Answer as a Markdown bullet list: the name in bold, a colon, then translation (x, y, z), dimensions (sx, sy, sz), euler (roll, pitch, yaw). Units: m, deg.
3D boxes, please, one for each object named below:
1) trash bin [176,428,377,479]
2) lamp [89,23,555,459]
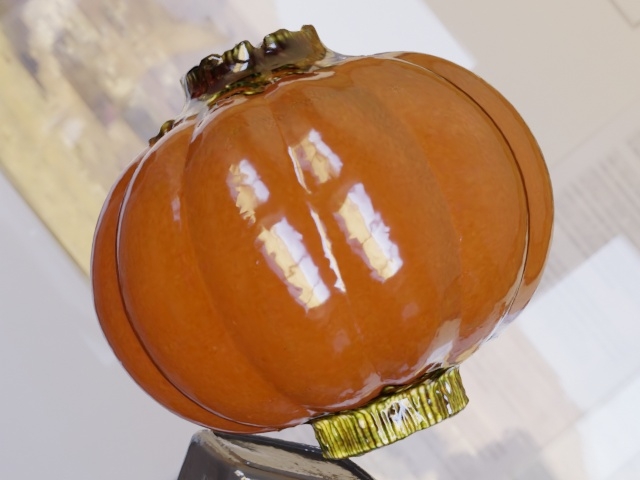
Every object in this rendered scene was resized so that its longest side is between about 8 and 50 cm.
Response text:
- **trash bin**: translation (-0.063, 0.331, 1.432), dimensions (0.209, 0.290, 0.182), euler (15, 5, -24)
- **lamp**: translation (0.000, 0.000, 0.743), dimensions (0.223, 0.223, 0.197), euler (129, -62, -88)
